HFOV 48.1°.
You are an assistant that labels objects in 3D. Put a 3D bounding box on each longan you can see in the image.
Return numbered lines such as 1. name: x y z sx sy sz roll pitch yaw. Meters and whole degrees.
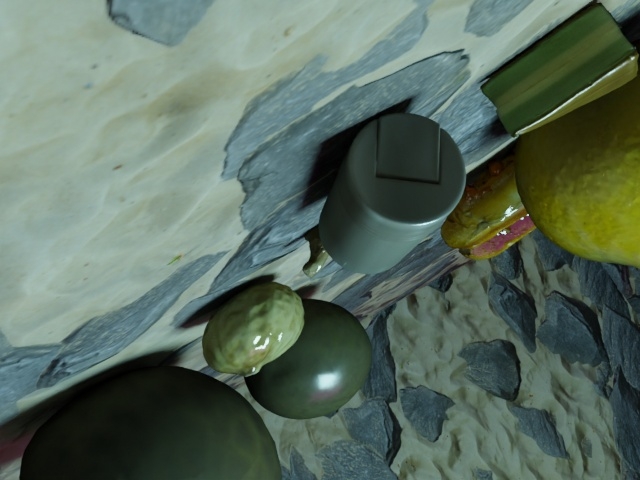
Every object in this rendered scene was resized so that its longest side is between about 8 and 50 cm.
1. longan: -0.240 0.355 1.068 0.335 0.405 0.404 -70 161 6
2. longan: -0.026 0.210 1.284 0.248 0.248 0.248 -30 169 -7

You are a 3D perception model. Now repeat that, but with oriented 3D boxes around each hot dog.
1. hot dog: 0.340 -0.100 1.149 0.349 0.117 0.158 -38 147 23

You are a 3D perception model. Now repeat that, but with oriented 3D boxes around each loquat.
1. loquat: 0.380 -0.107 0.886 0.275 0.274 0.275 -30 169 -7

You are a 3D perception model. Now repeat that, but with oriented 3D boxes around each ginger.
1. ginger: 0.000 -0.001 0.908 0.030 0.048 0.097 35 86 -37

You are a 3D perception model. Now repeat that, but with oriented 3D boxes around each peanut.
1. peanut: -0.092 0.121 1.013 0.141 0.109 0.159 -26 -176 30

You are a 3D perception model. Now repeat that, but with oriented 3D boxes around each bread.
1. bread: 0.242 -0.163 0.730 0.139 0.074 0.084 -36 165 17

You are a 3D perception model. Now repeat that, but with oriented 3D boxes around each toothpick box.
1. toothpick box: 0.064 -0.039 0.712 0.111 0.111 0.180 -28 169 -16
